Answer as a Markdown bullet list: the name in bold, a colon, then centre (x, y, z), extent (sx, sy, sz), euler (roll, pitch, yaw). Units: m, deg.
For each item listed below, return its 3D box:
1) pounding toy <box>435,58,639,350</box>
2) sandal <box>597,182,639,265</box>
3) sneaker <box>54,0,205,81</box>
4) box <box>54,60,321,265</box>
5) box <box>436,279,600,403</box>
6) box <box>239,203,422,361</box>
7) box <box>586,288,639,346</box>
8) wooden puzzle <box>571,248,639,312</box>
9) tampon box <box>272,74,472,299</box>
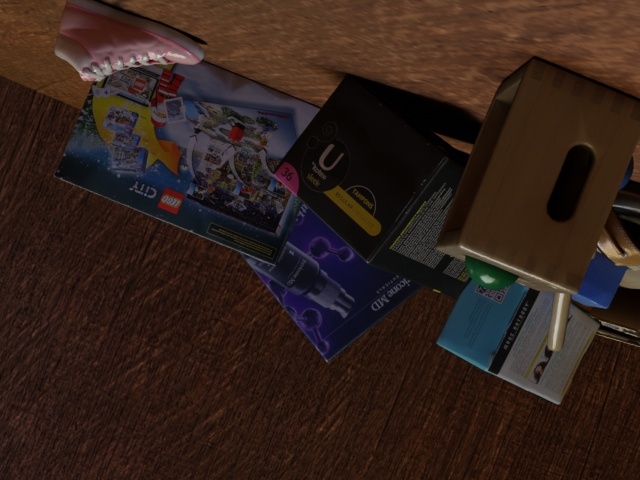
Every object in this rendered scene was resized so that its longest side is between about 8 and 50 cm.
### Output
- **pounding toy**: centre (0.131, -0.014, 0.783), extent (0.100, 0.141, 0.130), euler (22, 179, -1)
- **sandal**: centre (0.217, -0.016, 1.022), extent (0.219, 0.060, 0.090), euler (22, 179, 11)
- **sneaker**: centre (-0.172, -0.163, 1.182), extent (0.134, 0.070, 0.051), euler (21, 176, 7)
- **box**: centre (-0.121, -0.091, 1.313), extent (0.233, 0.159, 0.044), euler (22, 179, 1)
- **box**: centre (0.203, 0.093, 1.345), extent (0.060, 0.101, 0.244), euler (26, 178, 30)
- **box**: centre (0.000, 0.000, 1.419), extent (0.207, 0.153, 0.108), euler (51, 178, -4)
- **box**: centre (0.361, 0.079, 1.551), extent (0.164, 0.021, 0.201), euler (16, -163, 9)
- **wooden puzzle**: centre (0.204, -0.001, 1.363), extent (0.347, 0.081, 0.322), euler (22, 178, 0)
- **tampon box**: centre (0.066, -0.038, 1.070), extent (0.120, 0.101, 0.161), euler (43, -169, 32)
